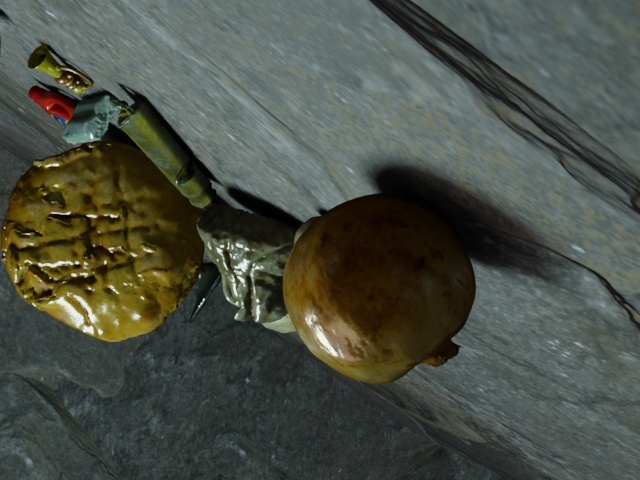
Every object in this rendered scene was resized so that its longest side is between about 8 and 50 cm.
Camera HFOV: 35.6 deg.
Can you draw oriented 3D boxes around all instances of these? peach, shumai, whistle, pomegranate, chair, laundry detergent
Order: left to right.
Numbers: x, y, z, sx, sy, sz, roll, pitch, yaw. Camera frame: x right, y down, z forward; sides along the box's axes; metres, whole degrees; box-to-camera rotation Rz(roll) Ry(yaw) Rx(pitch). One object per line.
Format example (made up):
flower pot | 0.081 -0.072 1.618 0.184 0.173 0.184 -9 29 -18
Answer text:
laundry detergent | -0.499 -0.254 1.928 0.165 0.049 0.097 31 162 14
whistle | -0.419 -0.280 1.643 0.109 0.057 0.046 31 -141 -43
chair | -0.385 -0.020 2.179 0.401 0.227 0.226 34 170 -2
whistle | -0.261 -0.148 1.677 0.068 0.057 0.326 27 168 27
shumai | -0.134 0.047 1.760 0.218 0.186 0.184 18 174 11
peach | 0.001 0.001 1.524 0.083 0.083 0.083 32 170 7
pomegranate | 0.073 0.060 1.185 0.248 0.248 0.248 32 170 7

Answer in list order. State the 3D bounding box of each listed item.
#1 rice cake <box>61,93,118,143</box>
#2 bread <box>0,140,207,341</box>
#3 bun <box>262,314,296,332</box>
rice cake | -0.406 -0.212 1.751 0.040 0.085 0.226 30 172 -24
bread | -0.415 -0.007 1.950 0.398 0.398 0.215 32 178 5
bun | -0.109 0.139 2.346 0.193 0.128 0.178 38 170 -15
